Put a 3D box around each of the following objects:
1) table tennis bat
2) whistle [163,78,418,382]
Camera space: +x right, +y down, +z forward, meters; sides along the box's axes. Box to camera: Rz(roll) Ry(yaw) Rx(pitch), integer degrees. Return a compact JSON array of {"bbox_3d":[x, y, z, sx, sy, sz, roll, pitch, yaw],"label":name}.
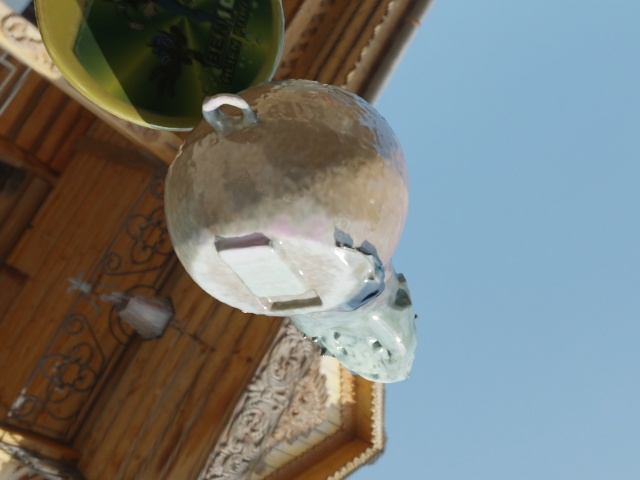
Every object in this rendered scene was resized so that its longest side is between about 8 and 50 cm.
[{"bbox_3d":[-0.175,-0.207,0.599,0.050,0.321,0.198,-3,-111,64],"label":"table tennis bat"},{"bbox_3d":[0.000,0.000,0.605,0.189,0.348,0.189,-14,-131,16],"label":"whistle"}]
